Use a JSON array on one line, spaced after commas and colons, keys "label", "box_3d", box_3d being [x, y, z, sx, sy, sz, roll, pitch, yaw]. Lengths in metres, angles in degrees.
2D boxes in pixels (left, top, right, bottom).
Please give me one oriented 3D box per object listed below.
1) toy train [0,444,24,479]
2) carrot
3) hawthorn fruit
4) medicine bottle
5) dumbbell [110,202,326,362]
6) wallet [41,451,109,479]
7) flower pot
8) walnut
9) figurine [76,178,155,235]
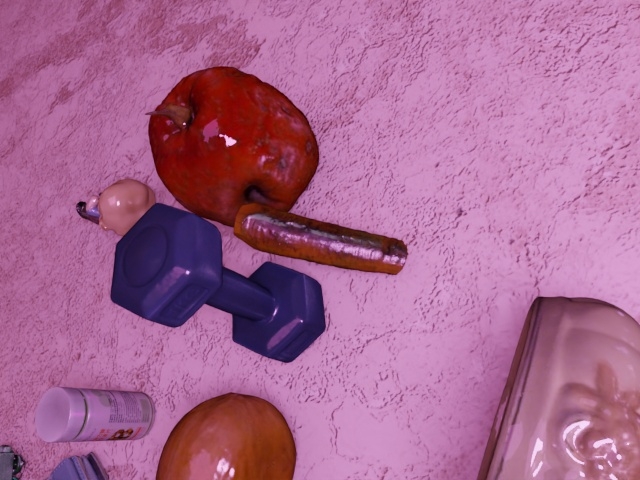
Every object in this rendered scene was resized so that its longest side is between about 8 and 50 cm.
[{"label": "toy train", "box_3d": [-0.639, 0.495, 1.181, 0.104, 0.071, 0.178, -18, 65, 34]}, {"label": "carrot", "box_3d": [0.000, 0.000, 0.893, 0.260, 0.070, 0.070, 12, 80, 6]}, {"label": "hawthorn fruit", "box_3d": [-0.137, -0.152, 0.975, 0.258, 0.262, 0.258, -30, 24, 15]}, {"label": "medicine bottle", "box_3d": [-0.371, 0.293, 1.012, 0.086, 0.183, 0.086, -9, 71, 29]}, {"label": "dumbbell", "box_3d": [-0.130, 0.071, 0.850, 0.159, 0.325, 0.144, 14, 78, 37]}, {"label": "wallet", "box_3d": [-0.465, 0.514, 1.069, 0.250, 0.075, 0.176, -45, 64, 12]}, {"label": "flower pot", "box_3d": [0.290, 0.218, 0.583, 0.244, 0.307, 0.308, 15, 83, 18]}, {"label": "walnut", "box_3d": [-0.142, 0.363, 0.848, 0.203, 0.203, 0.298, 14, 86, 33]}, {"label": "figurine", "box_3d": [-0.410, -0.070, 1.206, 0.195, 0.114, 0.108, 8, 103, 43]}]
